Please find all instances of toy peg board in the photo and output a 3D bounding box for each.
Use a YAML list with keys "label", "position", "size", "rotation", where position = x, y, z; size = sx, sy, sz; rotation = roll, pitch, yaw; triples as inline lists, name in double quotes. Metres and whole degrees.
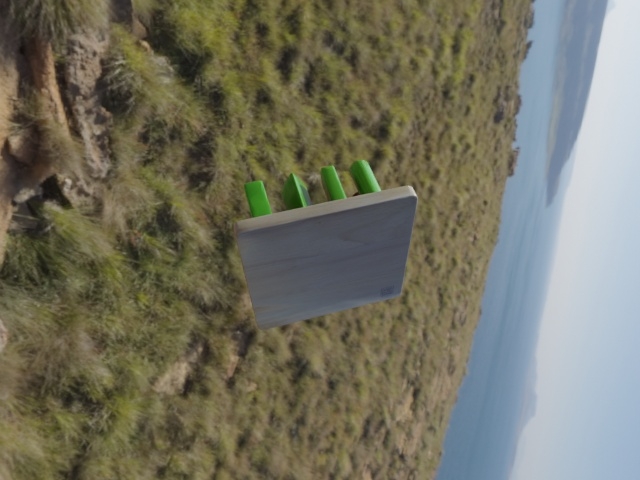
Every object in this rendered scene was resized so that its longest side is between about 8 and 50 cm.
- label: "toy peg board"
  position: [0.000, 0.000, 0.505]
  size: [0.161, 0.161, 0.079]
  rotation: [87, -12, -51]
